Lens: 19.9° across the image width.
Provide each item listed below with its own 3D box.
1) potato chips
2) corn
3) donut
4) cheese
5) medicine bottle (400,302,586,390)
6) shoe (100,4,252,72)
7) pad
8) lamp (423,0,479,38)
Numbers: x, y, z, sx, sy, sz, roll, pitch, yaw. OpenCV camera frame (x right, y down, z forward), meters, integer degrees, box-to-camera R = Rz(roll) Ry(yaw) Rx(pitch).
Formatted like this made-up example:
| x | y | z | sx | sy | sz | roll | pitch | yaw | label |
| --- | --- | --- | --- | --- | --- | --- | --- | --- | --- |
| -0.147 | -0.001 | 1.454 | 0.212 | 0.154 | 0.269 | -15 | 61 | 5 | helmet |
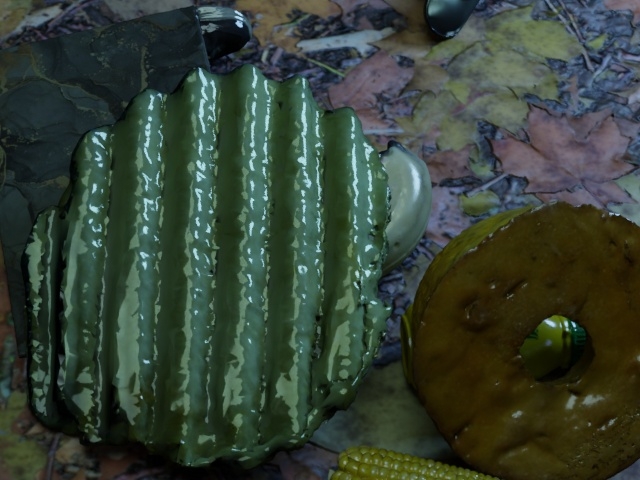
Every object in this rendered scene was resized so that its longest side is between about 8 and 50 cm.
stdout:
| x | y | z | sx | sy | sz | roll | pitch | yaw | label |
| --- | --- | --- | --- | --- | --- | --- | --- | --- | --- |
| -0.110 | 0.020 | 1.754 | 0.358 | 0.070 | 0.429 | 0 | 65 | 3 | potato chips |
| 0.123 | 0.250 | 1.639 | 0.244 | 0.093 | 0.093 | 14 | 54 | 5 | corn |
| 0.204 | 0.090 | 1.677 | 0.277 | 0.277 | 0.108 | -10 | 16 | -12 | donut |
| 0.016 | 0.010 | 1.818 | 0.163 | 0.071 | 0.249 | 11 | 58 | 8 | cheese |
| 0.209 | 0.098 | 1.774 | 0.260 | 0.064 | 0.095 | -3 | 64 | -6 | medicine bottle |
| -0.149 | -0.189 | 1.959 | 0.169 | 0.071 | 0.099 | -13 | 59 | -9 | shoe |
| -0.214 | -0.070 | 1.856 | 0.247 | 0.007 | 0.367 | -13 | 60 | -1 | pad |
| 0.086 | -0.387 | 2.075 | 0.283 | 0.124 | 0.203 | 33 | 63 | 19 | lamp |
